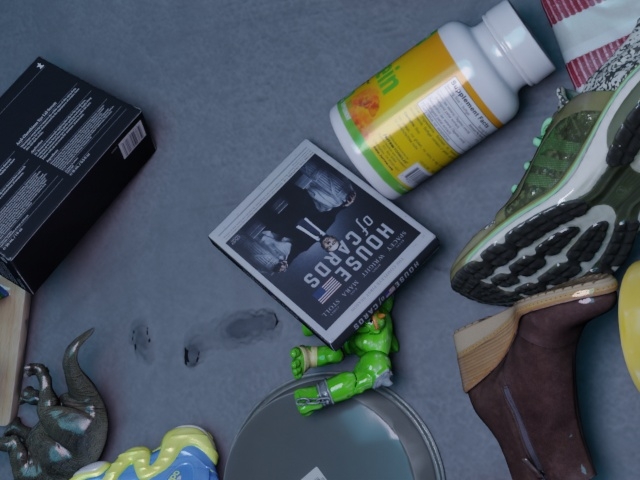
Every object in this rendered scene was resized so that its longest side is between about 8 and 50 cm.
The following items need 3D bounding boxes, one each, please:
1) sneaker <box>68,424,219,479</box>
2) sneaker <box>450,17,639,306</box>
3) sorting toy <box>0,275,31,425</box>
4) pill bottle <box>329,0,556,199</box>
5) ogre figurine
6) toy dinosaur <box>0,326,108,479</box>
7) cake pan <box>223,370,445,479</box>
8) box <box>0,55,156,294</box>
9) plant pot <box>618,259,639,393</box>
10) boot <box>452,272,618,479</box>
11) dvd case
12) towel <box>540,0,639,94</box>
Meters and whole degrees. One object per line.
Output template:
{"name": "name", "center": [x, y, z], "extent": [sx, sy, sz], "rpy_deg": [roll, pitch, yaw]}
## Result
{"name": "sneaker", "center": [-0.229, 0.326, 1.493], "extent": [0.240, 0.091, 0.126], "rpy_deg": [-31, 47, -3]}
{"name": "sneaker", "center": [0.291, -0.084, 1.344], "extent": [0.410, 0.158, 0.182], "rpy_deg": [-47, 32, 31]}
{"name": "sorting toy", "center": [-0.533, 0.111, 1.628], "extent": [0.255, 0.089, 0.257], "rpy_deg": [10, 99, 9]}
{"name": "pill bottle", "center": [0.144, -0.169, 1.408], "extent": [0.245, 0.136, 0.136], "rpy_deg": [-35, 74, 15]}
{"name": "ogre figurine", "center": [0.031, 0.111, 1.452], "extent": [0.118, 0.197, 0.097], "rpy_deg": [-4, 128, 11]}
{"name": "toy dinosaur", "center": [-0.345, 0.259, 1.595], "extent": [0.160, 0.121, 0.313], "rpy_deg": [33, 93, 9]}
{"name": "cake pan", "center": [0.005, 0.306, 1.466], "extent": [0.293, 0.054, 0.293], "rpy_deg": [-2, 84, 21]}
{"name": "box", "center": [-0.370, -0.089, 1.570], "extent": [0.184, 0.103, 0.261], "rpy_deg": [30, 68, 19]}
{"name": "plant pot", "center": [0.445, 0.082, 1.220], "extent": [0.239, 0.254, 0.254], "rpy_deg": [-13, 80, 35]}
{"name": "boot", "center": [0.265, 0.160, 1.326], "extent": [0.248, 0.090, 0.207], "rpy_deg": [-32, 78, 48]}
{"name": "dvd case", "center": [0.000, 0.000, 1.452], "extent": [0.179, 0.029, 0.238], "rpy_deg": [-45, 55, -8]}
{"name": "towel", "center": [0.390, -0.249, 1.374], "extent": [0.237, 0.037, 0.329], "rpy_deg": [-23, 75, 20]}
